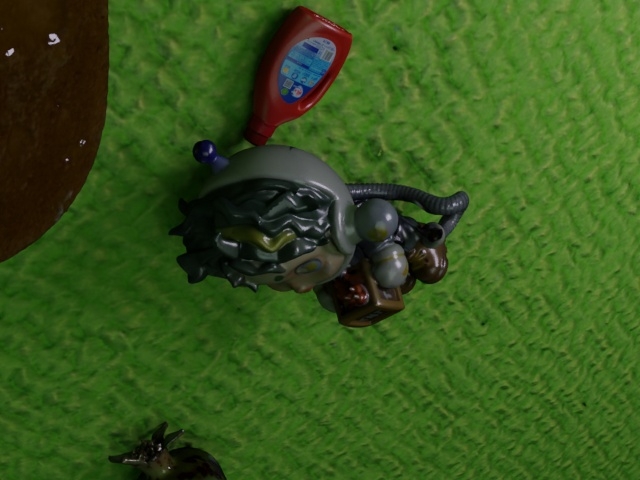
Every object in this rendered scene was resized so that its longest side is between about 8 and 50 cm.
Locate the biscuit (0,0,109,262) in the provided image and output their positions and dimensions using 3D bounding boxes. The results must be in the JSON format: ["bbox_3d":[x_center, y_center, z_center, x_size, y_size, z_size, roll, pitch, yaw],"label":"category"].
[{"bbox_3d":[-0.304,-0.126,0.698,0.314,0.063,0.367,-43,154,-47],"label":"biscuit"}]

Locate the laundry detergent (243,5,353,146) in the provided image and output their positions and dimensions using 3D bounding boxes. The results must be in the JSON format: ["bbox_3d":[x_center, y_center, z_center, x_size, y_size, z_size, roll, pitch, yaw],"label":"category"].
[{"bbox_3d":[-0.033,-0.180,0.929,0.097,0.049,0.165,17,114,-40],"label":"laundry detergent"}]

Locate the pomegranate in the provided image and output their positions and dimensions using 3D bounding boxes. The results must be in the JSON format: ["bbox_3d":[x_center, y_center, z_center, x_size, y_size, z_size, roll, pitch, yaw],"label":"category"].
[{"bbox_3d":[-0.206,0.344,1.133,0.149,0.148,0.169,-27,92,-10],"label":"pomegranate"}]

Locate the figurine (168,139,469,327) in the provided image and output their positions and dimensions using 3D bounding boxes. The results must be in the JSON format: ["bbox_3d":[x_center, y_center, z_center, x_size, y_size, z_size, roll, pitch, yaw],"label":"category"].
[{"bbox_3d":[-0.002,0.003,0.982,0.382,0.186,0.261,19,136,-42],"label":"figurine"}]
